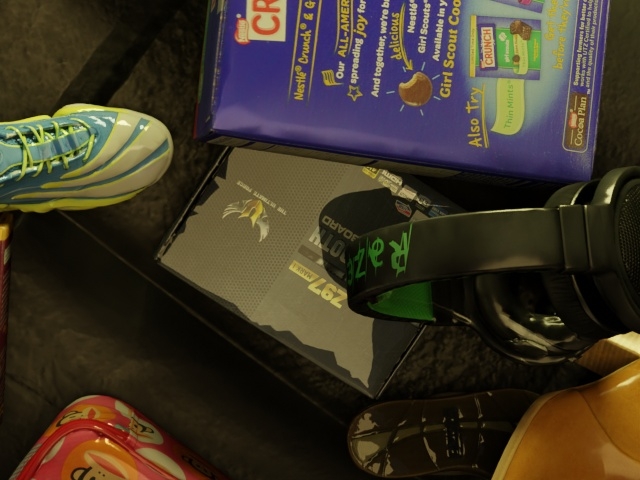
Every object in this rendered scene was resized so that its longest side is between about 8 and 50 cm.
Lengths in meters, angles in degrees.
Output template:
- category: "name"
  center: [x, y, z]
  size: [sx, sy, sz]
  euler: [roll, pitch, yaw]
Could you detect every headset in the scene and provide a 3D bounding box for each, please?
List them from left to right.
- category: "headset"
  center: [0.213, 0.051, 1.462]
  size: [0.394, 0.243, 0.185]
  euler: [0, 78, -22]

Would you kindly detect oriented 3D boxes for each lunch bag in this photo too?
- category: "lunch bag"
  center: [-0.162, 0.305, 1.578]
  size: [0.293, 0.120, 0.258]
  euler: [34, 97, -7]

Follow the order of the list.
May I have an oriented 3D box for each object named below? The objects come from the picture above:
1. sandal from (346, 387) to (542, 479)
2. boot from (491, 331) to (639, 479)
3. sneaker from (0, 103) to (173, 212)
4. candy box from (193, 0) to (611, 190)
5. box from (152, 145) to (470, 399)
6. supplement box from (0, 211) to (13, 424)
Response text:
- category: "sandal"
  center: [0.123, 0.177, 1.609]
  size: [0.219, 0.060, 0.090]
  euler: [-1, 82, -17]
- category: "boot"
  center: [0.273, 0.193, 1.534]
  size: [0.211, 0.104, 0.295]
  euler: [26, 60, 17]
- category: "sneaker"
  center: [-0.240, -0.060, 1.512]
  size: [0.240, 0.126, 0.091]
  euler: [-7, 98, -4]
- category: "candy box"
  center: [0.068, -0.191, 1.498]
  size: [0.317, 0.122, 0.268]
  euler: [8, 85, -13]
- category: "box"
  center: [0.000, 0.000, 1.577]
  size: [0.232, 0.059, 0.183]
  euler: [34, 93, -8]
- category: "supplement box"
  center: [-0.305, 0.072, 1.534]
  size: [0.080, 0.104, 0.188]
  euler: [4, 97, -6]
